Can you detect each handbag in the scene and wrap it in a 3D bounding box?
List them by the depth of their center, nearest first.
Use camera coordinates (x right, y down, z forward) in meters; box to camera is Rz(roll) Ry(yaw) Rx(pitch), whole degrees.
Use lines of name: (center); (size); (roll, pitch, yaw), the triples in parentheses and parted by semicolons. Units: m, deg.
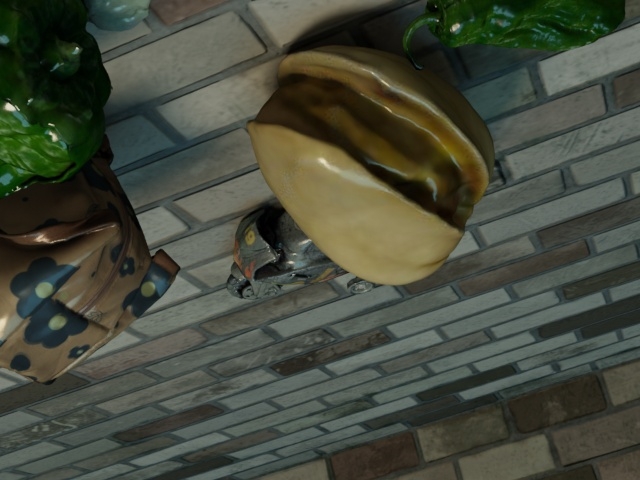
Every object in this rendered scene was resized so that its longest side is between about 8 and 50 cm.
handbag: (-0.281, -0.012, 1.052); (0.193, 0.251, 0.190); (-34, 154, 3)

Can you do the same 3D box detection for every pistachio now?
pistachio: (0.061, -0.081, 1.115); (0.238, 0.229, 0.321); (15, 166, 35)

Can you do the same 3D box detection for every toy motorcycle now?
toy motorcycle: (0.000, 0.000, 1.392); (0.307, 0.108, 0.173); (-22, 149, 13)

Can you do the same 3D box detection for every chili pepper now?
chili pepper: (-0.342, -0.122, 0.886); (0.385, 0.167, 0.213); (-13, 143, 28)
chili pepper: (0.200, -0.224, 1.046); (0.257, 0.074, 0.100); (-3, 153, -25)

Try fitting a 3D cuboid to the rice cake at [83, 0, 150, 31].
rice cake: (-0.143, -0.245, 0.825); (0.063, 0.069, 0.206); (0, 153, -28)
